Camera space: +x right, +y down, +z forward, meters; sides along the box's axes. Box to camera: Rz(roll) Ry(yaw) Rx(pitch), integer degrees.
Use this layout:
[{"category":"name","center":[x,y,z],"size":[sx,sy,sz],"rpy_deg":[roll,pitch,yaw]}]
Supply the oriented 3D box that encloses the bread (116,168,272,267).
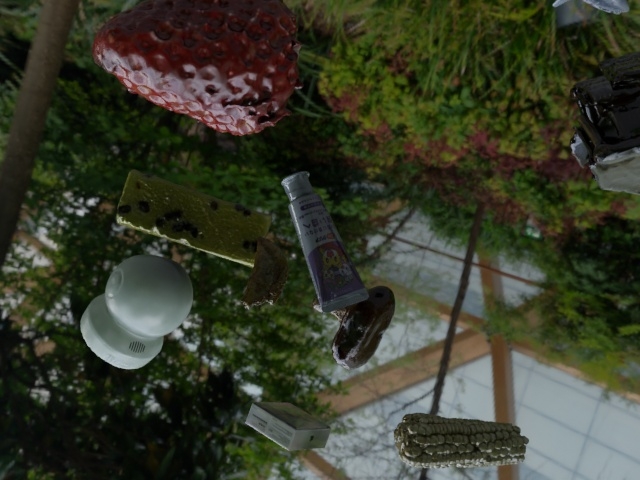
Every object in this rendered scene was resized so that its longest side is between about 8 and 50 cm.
[{"category":"bread","center":[-0.304,-0.052,1.532],"size":[0.361,0.138,0.077],"rpy_deg":[18,176,-6]}]

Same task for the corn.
[{"category":"corn","center":[0.222,0.325,1.034],"size":[0.211,0.087,0.087],"rpy_deg":[6,-173,-12]}]

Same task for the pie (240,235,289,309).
[{"category":"pie","center":[-0.117,0.076,1.398],"size":[0.092,0.169,0.034],"rpy_deg":[14,157,6]}]

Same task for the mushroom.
[{"category":"mushroom","center":[0.062,0.176,1.585],"size":[0.148,0.227,0.217],"rpy_deg":[21,-167,-48]}]

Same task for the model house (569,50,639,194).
[{"category":"model house","center":[0.644,-0.254,1.307],"size":[0.317,0.282,0.297],"rpy_deg":[-16,154,9]}]

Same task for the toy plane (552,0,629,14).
[{"category":"toy plane","center":[0.207,-0.296,0.641],"size":[0.267,0.212,0.088],"rpy_deg":[29,153,-28]}]

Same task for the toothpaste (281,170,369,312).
[{"category":"toothpaste","center":[0.000,0.000,1.349],"size":[0.114,0.299,0.073],"rpy_deg":[-16,167,-28]}]

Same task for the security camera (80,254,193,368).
[{"category":"security camera","center":[-0.388,0.141,1.406],"size":[0.194,0.236,0.194],"rpy_deg":[36,-159,-16]}]

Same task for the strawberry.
[{"category":"strawberry","center":[-0.154,-0.223,0.784],"size":[0.244,0.205,0.205],"rpy_deg":[-12,-157,-41]}]

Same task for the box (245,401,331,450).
[{"category":"box","center":[-0.067,0.394,1.366],"size":[0.130,0.051,0.129],"rpy_deg":[20,180,38]}]
